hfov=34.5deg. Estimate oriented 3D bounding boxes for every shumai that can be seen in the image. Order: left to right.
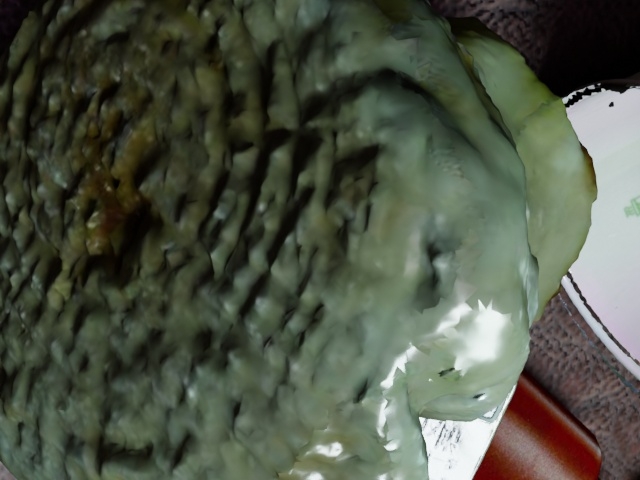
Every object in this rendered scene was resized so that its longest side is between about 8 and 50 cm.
[{"bbox_3d":[0.000,0.000,0.519,0.263,0.309,0.304,3,140,-48],"label":"shumai"}]

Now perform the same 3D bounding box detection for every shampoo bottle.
[{"bbox_3d":[0.115,0.134,0.688,0.260,0.064,0.102,41,89,-27],"label":"shampoo bottle"}]

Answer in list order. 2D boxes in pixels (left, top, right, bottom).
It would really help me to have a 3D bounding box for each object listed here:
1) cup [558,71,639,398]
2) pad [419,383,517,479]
[{"bbox_3d":[0.305,-0.043,0.626,0.274,0.253,0.253,-34,116,-19],"label":"cup"},{"bbox_3d":[-0.034,0.104,0.599,0.265,0.009,0.160,22,99,-6],"label":"pad"}]
